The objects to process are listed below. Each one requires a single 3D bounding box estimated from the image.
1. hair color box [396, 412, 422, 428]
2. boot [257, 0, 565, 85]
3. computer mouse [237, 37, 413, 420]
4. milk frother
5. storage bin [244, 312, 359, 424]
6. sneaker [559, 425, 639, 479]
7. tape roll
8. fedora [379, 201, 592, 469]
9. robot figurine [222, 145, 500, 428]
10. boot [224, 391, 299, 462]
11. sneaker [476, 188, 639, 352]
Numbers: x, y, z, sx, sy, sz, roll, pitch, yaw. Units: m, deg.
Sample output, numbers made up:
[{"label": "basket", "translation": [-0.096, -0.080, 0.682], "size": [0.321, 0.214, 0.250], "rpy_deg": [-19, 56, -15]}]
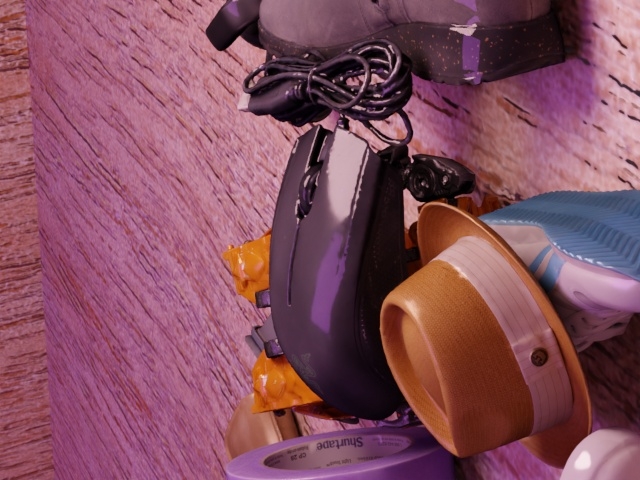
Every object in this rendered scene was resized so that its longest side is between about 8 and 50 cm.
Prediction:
[{"label": "hair color box", "translation": [0.080, 0.079, 1.257], "size": [0.072, 0.043, 0.141], "rpy_deg": [148, 112, -68]}, {"label": "boot", "translation": [0.052, -0.236, 1.087], "size": [0.338, 0.118, 0.223], "rpy_deg": [13, 117, 55]}, {"label": "computer mouse", "translation": [0.000, 0.000, 1.087], "size": [0.188, 0.072, 0.272], "rpy_deg": [3, 102, 57]}, {"label": "milk frother", "translation": [-0.014, -0.191, 1.345], "size": [0.143, 0.129, 0.135], "rpy_deg": [38, 161, -9]}, {"label": "storage bin", "translation": [0.007, 0.093, 1.409], "size": [0.091, 0.098, 0.135], "rpy_deg": [-61, 33, 16]}, {"label": "sneaker", "translation": [0.214, 0.257, 0.936], "size": [0.123, 0.106, 0.290], "rpy_deg": [10, 112, 50]}, {"label": "tape roll", "translation": [0.019, 0.212, 1.269], "size": [0.189, 0.189, 0.080], "rpy_deg": [180, 81, -69]}, {"label": "fedora", "translation": [0.093, 0.073, 0.979], "size": [0.194, 0.079, 0.194], "rpy_deg": [54, 162, 26]}, {"label": "robot figurine", "translation": [0.043, 0.043, 1.183], "size": [0.291, 0.085, 0.211], "rpy_deg": [-16, 82, 46]}, {"label": "boot", "translation": [-0.039, 0.333, 1.635], "size": [0.270, 0.089, 0.236], "rpy_deg": [64, 143, 38]}, {"label": "sneaker", "translation": [0.170, 0.023, 0.956], "size": [0.228, 0.087, 0.092], "rpy_deg": [-165, 57, -73]}]
